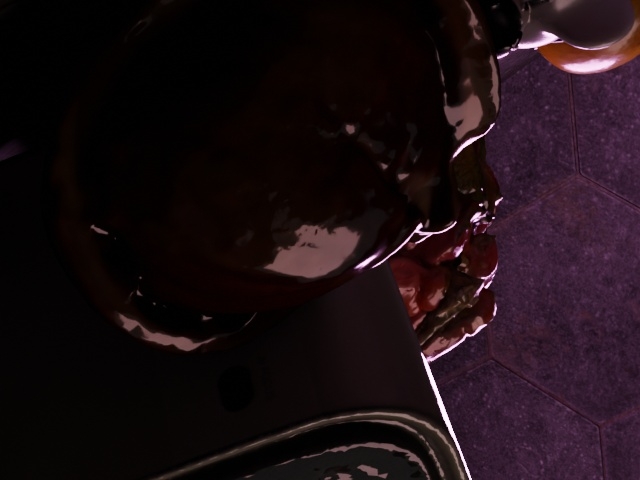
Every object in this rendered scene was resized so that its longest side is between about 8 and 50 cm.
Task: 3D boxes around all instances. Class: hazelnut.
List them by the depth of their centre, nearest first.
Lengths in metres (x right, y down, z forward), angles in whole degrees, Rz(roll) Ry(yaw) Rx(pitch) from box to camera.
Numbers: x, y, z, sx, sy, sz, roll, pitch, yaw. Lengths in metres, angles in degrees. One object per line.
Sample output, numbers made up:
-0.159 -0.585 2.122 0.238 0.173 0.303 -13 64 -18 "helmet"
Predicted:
-0.025 -0.055 0.541 0.170 0.160 0.202 8 137 -42 "hazelnut"

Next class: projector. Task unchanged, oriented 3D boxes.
-0.062 0.094 0.720 0.248 0.249 0.248 -20 137 2 "projector"

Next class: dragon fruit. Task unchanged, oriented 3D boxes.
0.000 0.000 0.989 0.314 0.263 0.296 -33 179 -37 "dragon fruit"

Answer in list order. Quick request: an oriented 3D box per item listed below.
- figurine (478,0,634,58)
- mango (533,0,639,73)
0.130 -0.177 0.765 0.192 0.147 0.126 -54 171 -32 "figurine"
0.293 -0.258 1.264 0.254 0.139 0.175 -40 -171 -35 "mango"
